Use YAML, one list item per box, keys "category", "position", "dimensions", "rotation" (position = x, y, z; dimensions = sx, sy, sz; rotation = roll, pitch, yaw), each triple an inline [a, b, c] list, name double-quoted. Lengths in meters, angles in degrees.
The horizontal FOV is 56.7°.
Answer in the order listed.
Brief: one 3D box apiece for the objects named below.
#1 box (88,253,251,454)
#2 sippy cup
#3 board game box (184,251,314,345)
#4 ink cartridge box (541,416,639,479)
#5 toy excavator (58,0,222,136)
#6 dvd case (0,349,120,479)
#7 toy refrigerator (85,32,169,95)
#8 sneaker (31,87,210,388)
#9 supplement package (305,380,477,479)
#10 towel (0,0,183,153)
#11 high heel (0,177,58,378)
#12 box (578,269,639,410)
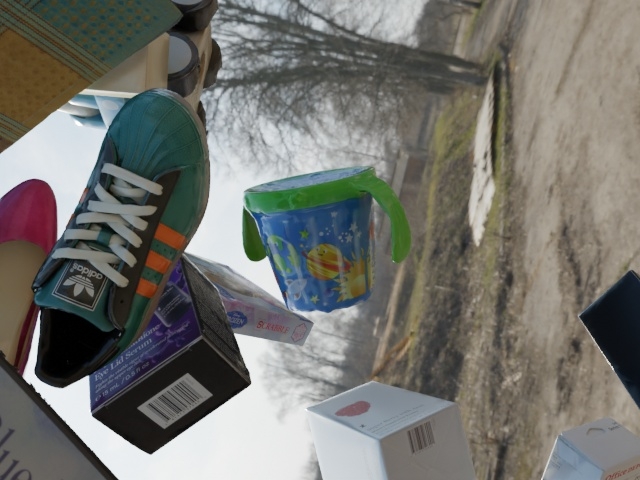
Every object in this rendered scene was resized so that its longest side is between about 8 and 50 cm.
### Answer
- category: "box"
  position: [-0.197, 0.128, 0.743]
  dimensions: [0.108, 0.153, 0.207]
  rotation: [55, 179, -37]
- category: "sippy cup"
  position: [0.000, 0.000, 1.040]
  dimensions: [0.305, 0.240, 0.224]
  rotation: [-155, 52, -72]
- category: "board game box"
  position: [-0.221, 0.112, 1.296]
  dimensions: [0.318, 0.319, 0.066]
  rotation: [25, -87, -55]
- category: "ink cartridge box"
  position: [0.452, 0.429, 1.010]
  dimensions: [0.092, 0.160, 0.219]
  rotation: [35, 121, 49]
- category: "toy excavator"
  position: [-0.425, -0.279, 1.039]
  dimensions: [0.222, 0.445, 0.433]
  rotation: [104, 175, -67]
- category: "dvd case"
  position: [-0.164, 0.193, 0.249]
  dimensions: [0.180, 0.022, 0.253]
  rotation: [56, -154, -18]
- category: "toy refrigerator"
  position: [-0.370, -0.274, 0.888]
  dimensions: [0.094, 0.270, 0.102]
  rotation: [-44, -41, -81]
- category: "sneaker"
  position: [-0.188, 0.012, 0.547]
  dimensions: [0.121, 0.108, 0.302]
  rotation: [-66, 0, -66]
- category: "supplement package"
  position: [0.123, 0.395, 1.130]
  dimensions: [0.293, 0.177, 0.175]
  rotation: [-10, 95, 63]
- category: "towel"
  position: [-0.394, -0.258, 0.723]
  dimensions: [0.271, 0.370, 0.040]
  rotation: [39, -157, -57]
- category: "high heel"
  position: [-0.299, 0.062, 0.571]
  dimensions: [0.082, 0.117, 0.244]
  rotation: [26, -94, -42]
- category: "box"
  position: [0.458, 0.181, 0.714]
  dimensions: [0.103, 0.184, 0.261]
  rotation: [-53, 23, 26]
